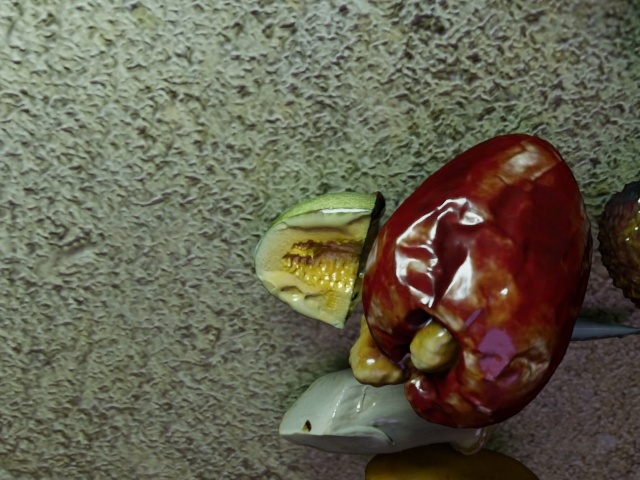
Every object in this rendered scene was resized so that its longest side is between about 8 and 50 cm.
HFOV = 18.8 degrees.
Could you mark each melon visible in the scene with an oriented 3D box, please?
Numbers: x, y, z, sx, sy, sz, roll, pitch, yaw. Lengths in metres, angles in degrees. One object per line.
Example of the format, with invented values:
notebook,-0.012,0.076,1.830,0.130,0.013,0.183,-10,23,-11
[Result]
melon,0.000,0.000,1.902,0.128,0.079,0.160,9,133,-6

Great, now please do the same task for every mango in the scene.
mango,0.154,0.287,2.212,0.227,0.147,0.109,15,98,-17

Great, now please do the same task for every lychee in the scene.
lychee,0.374,0.006,1.975,0.188,0.188,0.188,-12,137,-12

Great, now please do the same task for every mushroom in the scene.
mushroom,0.081,0.187,2.109,0.247,0.096,0.108,1,109,-28

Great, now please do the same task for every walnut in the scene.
walnut,0.149,0.042,1.884,0.222,0.269,0.244,47,145,-7

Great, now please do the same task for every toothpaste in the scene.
toothpaste,0.262,0.097,2.134,0.205,0.036,0.056,5,171,-27
